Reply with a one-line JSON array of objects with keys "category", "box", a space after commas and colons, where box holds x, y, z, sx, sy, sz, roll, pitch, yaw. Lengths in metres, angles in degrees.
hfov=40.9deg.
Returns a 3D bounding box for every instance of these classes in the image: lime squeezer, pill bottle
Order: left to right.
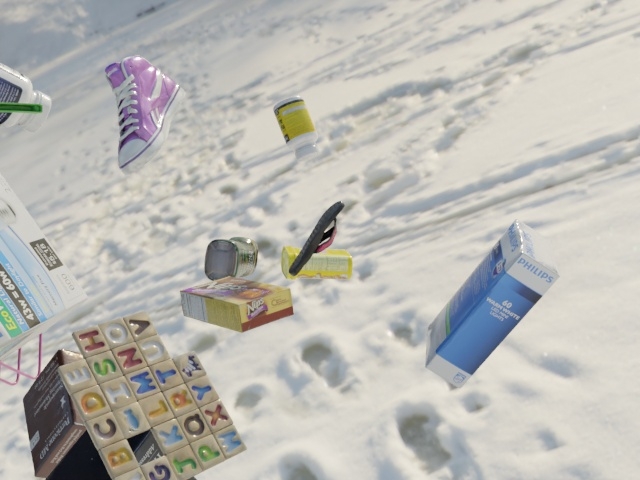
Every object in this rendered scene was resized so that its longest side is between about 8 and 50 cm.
[{"category": "lime squeezer", "box": [-0.553, -0.192, 1.210, 0.110, 0.059, 0.310, 15, 7, 30]}, {"category": "pill bottle", "box": [-0.533, -0.243, 1.403, 0.094, 0.169, 0.094, -26, 52, 37]}, {"category": "pill bottle", "box": [-0.043, -0.214, 1.658, 0.065, 0.116, 0.065, -22, -7, -3]}]

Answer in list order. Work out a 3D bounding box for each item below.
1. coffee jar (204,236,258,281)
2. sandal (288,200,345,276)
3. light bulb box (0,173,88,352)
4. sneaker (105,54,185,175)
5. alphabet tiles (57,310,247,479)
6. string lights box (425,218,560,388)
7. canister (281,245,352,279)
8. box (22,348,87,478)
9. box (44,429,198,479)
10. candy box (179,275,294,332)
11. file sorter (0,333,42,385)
[{"category": "coffee jar", "box": [-0.198, 0.041, 1.937, 0.079, 0.096, 0.184, 8, 5, 10]}, {"category": "sandal", "box": [0.000, 0.000, 1.692, 0.179, 0.040, 0.067, -57, 11, 10]}, {"category": "light bulb box", "box": [-0.683, 0.065, 1.582, 0.225, 0.358, 0.361, -35, 3, 14]}, {"category": "sneaker", "box": [-0.371, -0.253, 1.661, 0.102, 0.161, 0.282, -29, 32, 28]}, {"category": "alphabet tiles", "box": [-0.226, 0.207, 1.132, 0.198, 0.237, 0.009, -15, -22, -46]}, {"category": "string lights box", "box": [0.276, 0.104, 1.412, 0.260, 0.076, 0.133, -55, 8, 26]}, {"category": "canister", "box": [-0.010, 0.060, 2.249, 0.170, 0.073, 0.126, 2, 12, -11]}, {"category": "box", "box": [-0.484, 0.359, 1.751, 0.168, 0.167, 0.203, -50, 42, 21]}, {"category": "box", "box": [-0.316, 0.513, 1.319, 0.179, 0.312, 0.343, -6, 37, 43]}, {"category": "candy box", "box": [-0.145, 0.106, 1.463, 0.109, 0.053, 0.186, -16, 16, -37]}, {"category": "file sorter", "box": [-0.912, 0.298, 2.271, 0.290, 0.202, 0.182, -17, 58, 15]}]
